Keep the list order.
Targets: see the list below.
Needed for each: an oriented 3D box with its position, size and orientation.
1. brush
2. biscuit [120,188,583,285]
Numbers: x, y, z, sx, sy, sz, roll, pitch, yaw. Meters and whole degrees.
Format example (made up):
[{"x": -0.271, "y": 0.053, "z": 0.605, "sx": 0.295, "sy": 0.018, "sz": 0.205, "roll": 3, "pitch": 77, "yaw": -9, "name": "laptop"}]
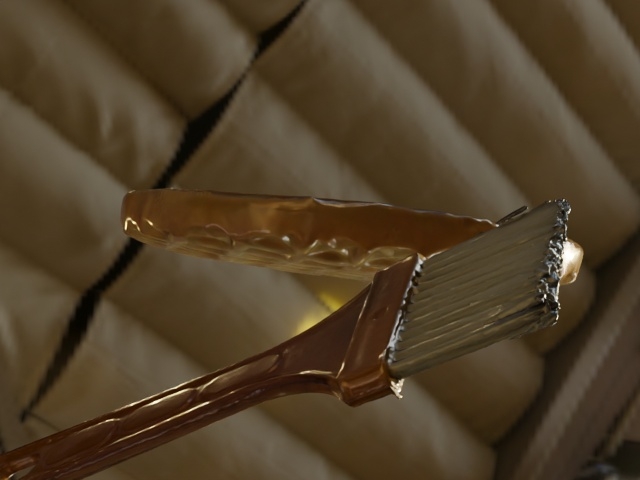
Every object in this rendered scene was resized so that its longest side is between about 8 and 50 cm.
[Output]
[{"x": -0.043, "y": 0.063, "z": 0.676, "sx": 0.017, "sy": 0.314, "sz": 0.090, "roll": 58, "pitch": -155, "yaw": -19, "name": "brush"}, {"x": 0.000, "y": 0.000, "z": 1.089, "sx": 0.204, "sy": 0.309, "sz": 0.040, "roll": 17, "pitch": -102, "yaw": -68, "name": "biscuit"}]
